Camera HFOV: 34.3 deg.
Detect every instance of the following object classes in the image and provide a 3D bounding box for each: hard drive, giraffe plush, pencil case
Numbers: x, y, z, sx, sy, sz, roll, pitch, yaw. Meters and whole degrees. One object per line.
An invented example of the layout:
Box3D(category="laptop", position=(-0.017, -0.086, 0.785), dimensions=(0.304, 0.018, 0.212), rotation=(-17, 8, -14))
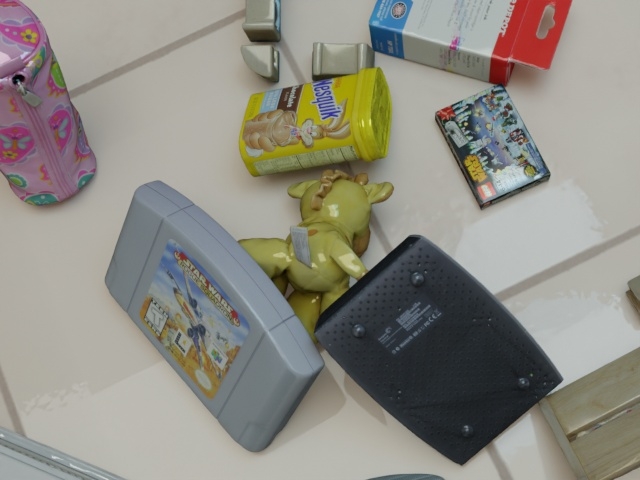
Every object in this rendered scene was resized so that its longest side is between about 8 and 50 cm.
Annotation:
Box3D(category="hard drive", position=(0.128, 0.117, 1.127), dimensions=(0.172, 0.054, 0.255), rotation=(-43, 114, 9))
Box3D(category="giraffe plush", position=(0.000, 0.000, 1.215), dimensions=(0.181, 0.210, 0.170), rotation=(22, 49, 5))
Box3D(category="pencil case", position=(-0.351, -0.155, 1.228), dimensions=(0.124, 0.284, 0.124), rotation=(0, 61, 0))

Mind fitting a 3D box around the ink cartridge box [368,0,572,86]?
Box3D(category="ink cartridge box", position=(0.192, -0.284, 1.314), dimensions=(0.231, 0.078, 0.134), rotation=(18, 76, 12))

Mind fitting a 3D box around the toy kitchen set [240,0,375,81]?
Box3D(category="toy kitchen set", position=(-0.011, -0.309, 1.345), dimensions=(0.166, 0.122, 0.207), rotation=(1, 93, 6))

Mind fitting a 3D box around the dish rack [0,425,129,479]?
Box3D(category="dish rack", position=(-0.370, 0.386, 1.156), dimensions=(0.286, 0.072, 0.332), rotation=(20, 70, 11))

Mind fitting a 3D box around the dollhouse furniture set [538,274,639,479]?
Box3D(category="dollhouse furniture set", position=(0.337, 0.262, 1.152), dimensions=(0.303, 0.174, 0.355), rotation=(-29, 42, 10))

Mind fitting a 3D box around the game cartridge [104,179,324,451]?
Box3D(category="game cartridge", position=(-0.129, 0.081, 1.184), dimensions=(0.062, 0.198, 0.297), rotation=(-30, 68, -37))

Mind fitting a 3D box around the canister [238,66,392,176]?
Box3D(category="canister", position=(-0.006, -0.142, 1.265), dimensions=(0.170, 0.073, 0.126), rotation=(-8, 44, 18))

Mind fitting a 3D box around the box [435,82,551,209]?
Box3D(category="box", position=(0.212, -0.118, 1.287), dimensions=(0.094, 0.027, 0.137), rotation=(-25, 72, 0))

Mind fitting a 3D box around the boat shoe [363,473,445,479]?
Box3D(category="boat shoe", position=(0.036, 0.321, 1.152), dimensions=(0.226, 0.083, 0.075), rotation=(-13, 100, -5))
